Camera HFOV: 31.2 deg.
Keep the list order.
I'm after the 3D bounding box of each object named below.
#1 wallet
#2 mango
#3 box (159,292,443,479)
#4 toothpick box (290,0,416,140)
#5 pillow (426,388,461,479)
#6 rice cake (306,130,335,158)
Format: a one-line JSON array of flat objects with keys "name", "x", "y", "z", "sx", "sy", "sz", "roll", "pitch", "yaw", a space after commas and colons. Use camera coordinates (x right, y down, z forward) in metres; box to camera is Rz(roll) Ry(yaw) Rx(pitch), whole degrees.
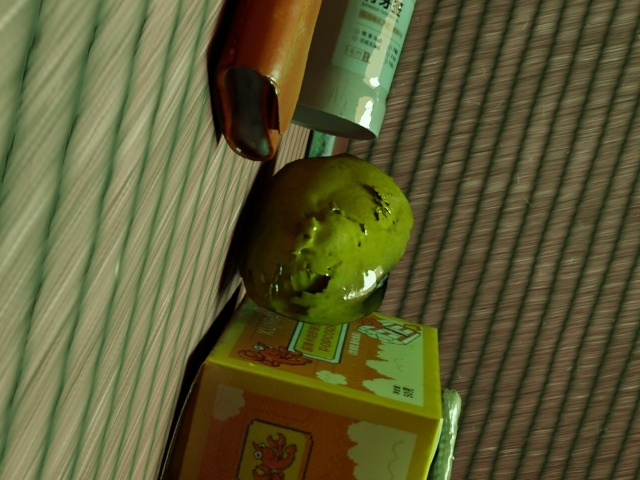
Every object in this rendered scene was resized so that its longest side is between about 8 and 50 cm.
[{"name": "wallet", "x": -0.015, "y": -0.162, "z": 0.701, "sx": 0.142, "sy": 0.045, "sz": 0.204, "roll": 98, "pitch": 7, "yaw": -73}, {"name": "mango", "x": 0.000, "y": 0.000, "z": 1.059, "sx": 0.156, "sy": 0.151, "sz": 0.248, "roll": -30, "pitch": -169, "yaw": 26}, {"name": "box", "x": -0.020, "y": 0.207, "z": 1.043, "sx": 0.283, "sy": 0.214, "sz": 0.259, "roll": -69, "pitch": 172, "yaw": -79}, {"name": "toothpick box", "x": 0.016, "y": -0.158, "z": 0.840, "sx": 0.098, "sy": 0.098, "sz": 0.149, "roll": 78, "pitch": 29, "yaw": -86}, {"name": "pillow", "x": 0.094, "y": 0.241, "z": 1.026, "sx": 0.135, "sy": 0.034, "sz": 0.211, "roll": 95, "pitch": 8, "yaw": -58}, {"name": "rice cake", "x": 0.001, "y": -0.124, "z": 1.545, "sx": 0.047, "sy": 0.036, "sz": 0.206, "roll": -52, "pitch": 163, "yaw": -46}]
